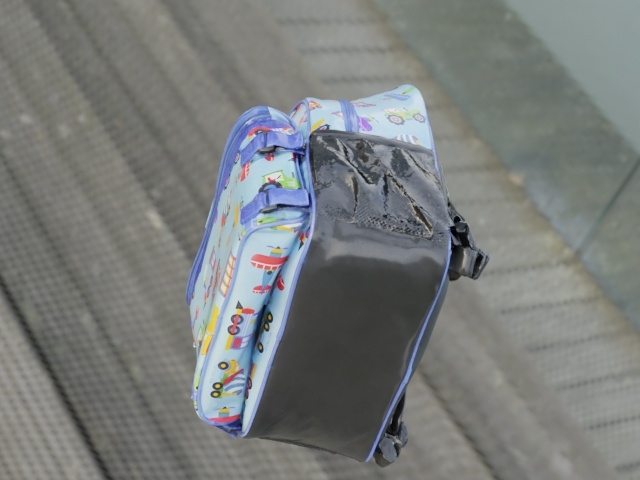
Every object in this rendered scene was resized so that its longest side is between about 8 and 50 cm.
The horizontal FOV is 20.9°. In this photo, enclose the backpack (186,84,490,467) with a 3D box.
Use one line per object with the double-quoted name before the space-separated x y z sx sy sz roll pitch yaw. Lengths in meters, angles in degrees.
"backpack" 0.000 0.000 0.859 0.117 0.158 0.173 10 37 -12
